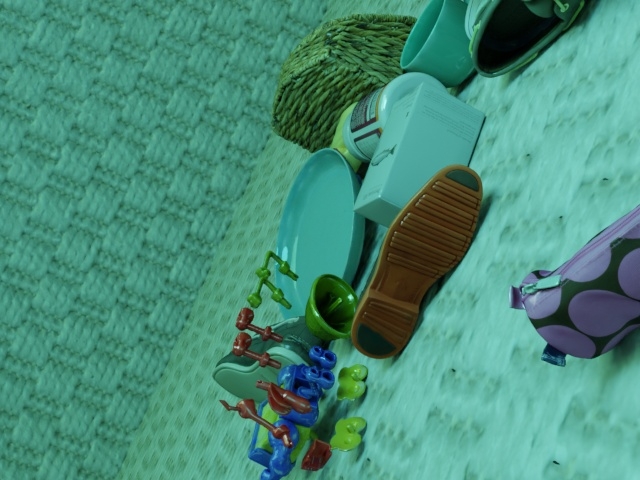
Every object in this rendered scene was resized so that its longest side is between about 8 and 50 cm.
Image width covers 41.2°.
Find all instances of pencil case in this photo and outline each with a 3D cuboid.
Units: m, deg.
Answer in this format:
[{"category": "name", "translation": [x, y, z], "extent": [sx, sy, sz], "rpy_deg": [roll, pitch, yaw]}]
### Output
[{"category": "pencil case", "translation": [0.235, 0.007, 0.617], "extent": [0.209, 0.098, 0.095], "rpy_deg": [-51, 19, 42]}]

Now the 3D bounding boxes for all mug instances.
[{"category": "mug", "translation": [0.203, -0.311, 1.300], "extent": [0.157, 0.097, 0.129], "rpy_deg": [-60, 14, 14]}]

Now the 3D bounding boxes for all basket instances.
[{"category": "basket", "translation": [0.032, -0.346, 1.757], "extent": [0.299, 0.213, 0.223], "rpy_deg": [-44, 26, 56]}]

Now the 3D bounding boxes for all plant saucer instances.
[{"category": "plant saucer", "translation": [0.000, 0.000, 1.473], "extent": [0.317, 0.044, 0.317], "rpy_deg": [-35, 50, 57]}]

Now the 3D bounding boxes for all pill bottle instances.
[{"category": "pill bottle", "translation": [0.115, -0.186, 1.356], "extent": [0.121, 0.121, 0.221], "rpy_deg": [-67, 14, -8]}]

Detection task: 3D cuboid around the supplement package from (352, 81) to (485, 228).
[{"category": "supplement package", "translation": [0.135, -0.107, 1.176], "extent": [0.179, 0.105, 0.105], "rpy_deg": [-69, 15, -15]}]

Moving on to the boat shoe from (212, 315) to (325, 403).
[{"category": "boat shoe", "translation": [-0.083, 0.207, 1.470], "extent": [0.095, 0.112, 0.335], "rpy_deg": [-53, 12, -30]}]

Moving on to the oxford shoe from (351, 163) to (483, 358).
[{"category": "oxford shoe", "translation": [0.113, 0.016, 1.076], "extent": [0.271, 0.097, 0.098], "rpy_deg": [-60, 8, 19]}]

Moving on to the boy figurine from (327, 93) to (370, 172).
[{"category": "boy figurine", "translation": [0.067, -0.190, 1.610], "extent": [0.285, 0.092, 0.177], "rpy_deg": [-48, 23, 48]}]

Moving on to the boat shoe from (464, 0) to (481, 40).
[{"category": "boat shoe", "translation": [0.272, -0.361, 1.148], "extent": [0.226, 0.083, 0.076], "rpy_deg": [-58, 9, 22]}]

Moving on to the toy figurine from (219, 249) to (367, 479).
[{"category": "toy figurine", "translation": [-0.064, 0.215, 1.210], "extent": [0.362, 0.191, 0.217], "rpy_deg": [-83, 18, -56]}]

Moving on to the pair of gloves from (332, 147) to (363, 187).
[{"category": "pair of gloves", "translation": [0.026, -0.071, 1.530], "extent": [0.198, 0.023, 0.159], "rpy_deg": [55, 134, 49]}]

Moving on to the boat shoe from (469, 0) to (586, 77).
[{"category": "boat shoe", "translation": [0.270, -0.300, 1.020], "extent": [0.305, 0.109, 0.091], "rpy_deg": [131, 159, -65]}]
